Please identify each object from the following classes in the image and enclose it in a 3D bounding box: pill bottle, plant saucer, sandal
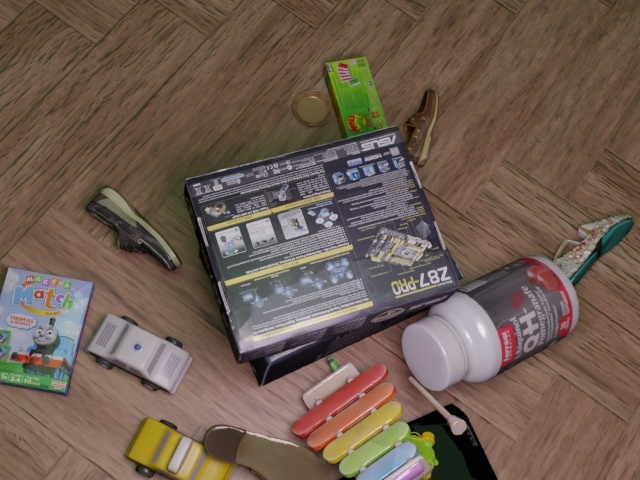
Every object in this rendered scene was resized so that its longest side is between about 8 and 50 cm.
[{"bbox_3d":[0.311,0.157,1.677,0.318,0.176,0.176,-22,74,-29],"label":"pill bottle"},{"bbox_3d":[-0.017,-0.278,1.908,0.083,0.015,0.083,3,70,-8],"label":"plant saucer"},{"bbox_3d":[-0.097,0.385,1.618,0.240,0.079,0.088,25,84,-10],"label":"sandal"}]

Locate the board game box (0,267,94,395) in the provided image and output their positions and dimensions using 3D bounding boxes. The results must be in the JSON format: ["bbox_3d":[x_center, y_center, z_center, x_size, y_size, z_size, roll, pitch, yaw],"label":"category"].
[{"bbox_3d":[-0.520,0.166,1.661,0.160,0.039,0.211,10,68,-4],"label":"board game box"}]

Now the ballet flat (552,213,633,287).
[{"bbox_3d":[0.544,0.010,1.852,0.241,0.091,0.077,-39,57,-23],"label":"ballet flat"}]

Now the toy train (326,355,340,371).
[{"bbox_3d":[0.037,0.256,1.714,0.017,0.024,0.083,-36,78,12],"label":"toy train"}]

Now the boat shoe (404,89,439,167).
[{"bbox_3d":[0.209,-0.242,1.902,0.060,0.064,0.178,16,71,-4],"label":"boat shoe"}]

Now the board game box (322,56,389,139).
[{"bbox_3d":[0.074,-0.295,1.913,0.092,0.043,0.181,-12,72,-12],"label":"board game box"}]

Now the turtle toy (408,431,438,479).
[{"bbox_3d":[0.146,0.386,1.616,0.130,0.066,0.095,14,43,2],"label":"turtle toy"}]

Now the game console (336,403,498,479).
[{"bbox_3d":[0.143,0.459,1.647,0.361,0.044,0.213,-21,74,-14],"label":"game console"}]

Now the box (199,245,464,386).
[{"bbox_3d":[0.009,0.045,1.690,0.395,0.212,0.293,-24,76,-15],"label":"box"}]

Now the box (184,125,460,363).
[{"bbox_3d":[0.000,0.000,1.541,0.395,0.097,0.318,-16,72,-14],"label":"box"}]

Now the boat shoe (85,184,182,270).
[{"bbox_3d":[-0.359,-0.011,1.732,0.223,0.080,0.073,43,76,14],"label":"boat shoe"}]

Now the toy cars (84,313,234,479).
[{"bbox_3d":[-0.290,0.291,1.622,0.176,0.087,0.393,-21,74,-15],"label":"toy cars"}]

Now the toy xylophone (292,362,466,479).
[{"bbox_3d":[0.102,0.325,1.576,0.236,0.323,0.081,-39,122,-12],"label":"toy xylophone"}]
